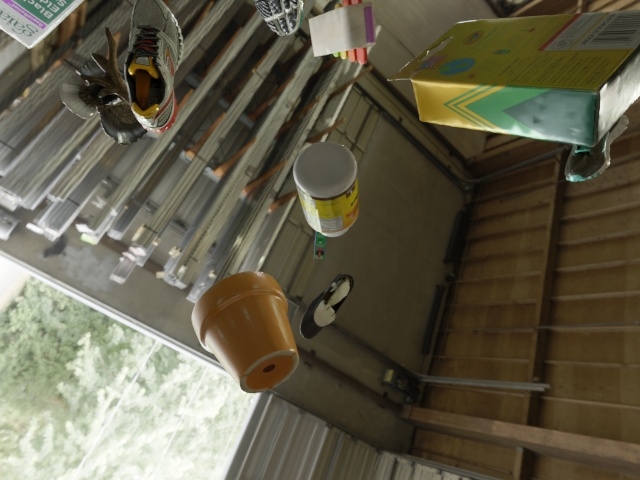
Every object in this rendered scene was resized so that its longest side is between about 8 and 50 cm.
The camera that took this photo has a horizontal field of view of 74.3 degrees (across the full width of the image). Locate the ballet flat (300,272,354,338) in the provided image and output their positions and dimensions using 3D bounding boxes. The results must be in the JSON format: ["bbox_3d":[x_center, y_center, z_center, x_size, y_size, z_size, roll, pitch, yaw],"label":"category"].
[{"bbox_3d":[0.022,0.160,1.068,0.203,0.074,0.074,-50,-161,-26],"label":"ballet flat"}]

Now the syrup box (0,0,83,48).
[{"bbox_3d":[-0.257,-0.297,0.408,0.236,0.093,0.097,-14,-121,30],"label":"syrup box"}]

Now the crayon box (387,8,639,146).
[{"bbox_3d":[0.283,-0.248,0.618,0.202,0.081,0.318,-42,-139,-18],"label":"crayon box"}]

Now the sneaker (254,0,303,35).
[{"bbox_3d":[-0.066,-0.499,0.712,0.106,0.276,0.110,7,-154,39],"label":"sneaker"}]

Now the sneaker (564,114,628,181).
[{"bbox_3d":[0.429,-0.167,0.678,0.065,0.076,0.167,-1,-131,57],"label":"sneaker"}]

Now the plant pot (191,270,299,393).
[{"bbox_3d":[-0.141,0.202,0.881,0.205,0.205,0.188,-49,-130,13],"label":"plant pot"}]

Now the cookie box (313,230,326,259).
[{"bbox_3d":[0.000,0.000,1.493,0.092,0.040,0.107,-87,-179,-66],"label":"cookie box"}]

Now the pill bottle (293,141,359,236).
[{"bbox_3d":[0.018,-0.089,0.842,0.117,0.117,0.215,-63,164,-19],"label":"pill bottle"}]

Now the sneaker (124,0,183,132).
[{"bbox_3d":[-0.284,-0.305,0.718,0.093,0.087,0.226,-148,-124,-83],"label":"sneaker"}]

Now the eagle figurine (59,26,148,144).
[{"bbox_3d":[-0.569,-0.405,1.183,0.298,0.225,0.227,9,-105,63],"label":"eagle figurine"}]

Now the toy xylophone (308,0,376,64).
[{"bbox_3d":[0.050,-0.679,1.313,0.081,0.237,0.322,-19,-147,-22],"label":"toy xylophone"}]
